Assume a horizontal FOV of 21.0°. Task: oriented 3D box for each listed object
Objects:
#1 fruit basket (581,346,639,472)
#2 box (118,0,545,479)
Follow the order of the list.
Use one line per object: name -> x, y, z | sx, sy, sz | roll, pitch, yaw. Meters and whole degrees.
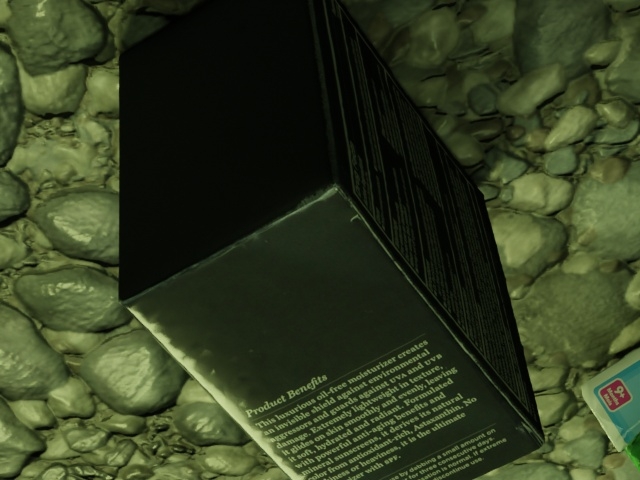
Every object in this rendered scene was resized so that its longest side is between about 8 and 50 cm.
fruit basket -> 0.460, 0.168, 1.529 | 0.353, 0.165, 0.327 | -31, 104, 10
box -> 0.000, 0.000, 1.275 | 0.182, 0.296, 0.294 | -27, 127, 16
